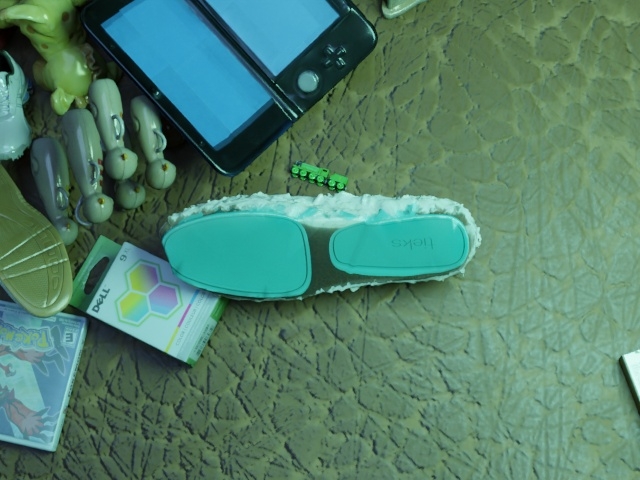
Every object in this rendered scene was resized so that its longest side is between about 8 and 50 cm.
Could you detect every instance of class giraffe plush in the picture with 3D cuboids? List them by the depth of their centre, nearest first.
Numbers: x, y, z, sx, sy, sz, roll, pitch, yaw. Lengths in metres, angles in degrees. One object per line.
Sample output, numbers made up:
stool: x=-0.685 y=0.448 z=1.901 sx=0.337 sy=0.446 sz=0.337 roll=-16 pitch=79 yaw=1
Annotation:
giraffe plush: x=-0.354 y=-0.272 z=1.656 sx=0.181 sy=0.210 sz=0.170 roll=-26 pitch=116 yaw=-16

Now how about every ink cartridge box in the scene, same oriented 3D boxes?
ink cartridge box: x=-0.238 y=0.074 z=1.603 sx=0.209 sy=0.062 sz=0.109 roll=26 pitch=80 yaw=11

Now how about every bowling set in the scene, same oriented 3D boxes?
bowling set: x=-0.248 y=-0.103 z=1.595 sx=0.200 sy=0.287 sz=0.154 roll=-9 pitch=80 yaw=-31

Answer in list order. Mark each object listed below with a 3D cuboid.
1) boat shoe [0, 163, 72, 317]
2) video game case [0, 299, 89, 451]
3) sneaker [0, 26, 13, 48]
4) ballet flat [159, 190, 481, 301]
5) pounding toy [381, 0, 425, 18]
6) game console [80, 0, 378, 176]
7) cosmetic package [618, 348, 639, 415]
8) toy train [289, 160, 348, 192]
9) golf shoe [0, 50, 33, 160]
boat shoe: x=-0.418 y=0.003 z=1.625 sx=0.098 sy=0.096 sz=0.277 roll=-23 pitch=65 yaw=-27
video game case: x=-0.429 y=0.174 z=1.617 sx=0.201 sy=0.023 sz=0.183 roll=11 pitch=78 yaw=8
sneaker: x=-0.514 y=-0.368 z=1.742 sx=0.128 sy=0.087 sz=0.221 roll=-6 pitch=70 yaw=18
ballet flat: x=0.000 y=0.000 z=1.567 sx=0.409 sy=0.147 sz=0.147 roll=0 pitch=76 yaw=-1
pounding toy: x=0.092 y=-0.460 z=1.655 sx=0.154 sy=0.155 sz=0.269 roll=-7 pitch=76 yaw=-1
game console: x=-0.113 y=-0.278 z=1.574 sx=0.250 sy=0.173 sz=0.293 roll=-41 pitch=96 yaw=20
cosmetic package: x=0.427 y=0.192 z=1.522 sx=0.060 sy=0.041 sz=0.115 roll=-17 pitch=75 yaw=2
toy train: x=-0.001 y=-0.089 z=1.645 sx=0.083 sy=0.017 sz=0.023 roll=20 pitch=69 yaw=10
golf shoe: x=-0.437 y=-0.185 z=1.644 sx=0.069 sy=0.086 sz=0.176 roll=-12 pitch=49 yaw=0
